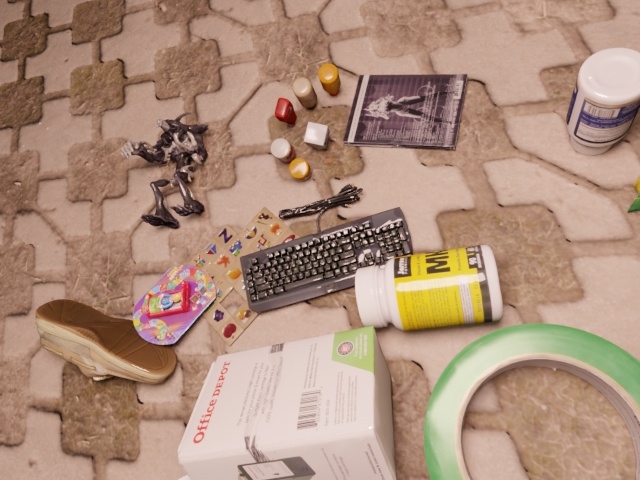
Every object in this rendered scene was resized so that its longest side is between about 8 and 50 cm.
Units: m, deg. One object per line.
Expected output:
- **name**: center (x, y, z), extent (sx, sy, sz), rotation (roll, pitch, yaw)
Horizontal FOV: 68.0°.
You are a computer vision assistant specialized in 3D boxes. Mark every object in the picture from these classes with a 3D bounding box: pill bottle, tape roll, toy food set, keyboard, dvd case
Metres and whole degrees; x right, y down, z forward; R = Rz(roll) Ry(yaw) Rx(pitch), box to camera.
- **pill bottle**: center (0.439, -0.206, 0.738), extent (0.094, 0.169, 0.094), rotation (-7, 67, 16)
- **tape roll**: center (0.304, 0.277, 0.636), extent (0.321, 0.077, 0.321), rotation (-7, 67, 17)
- **pill bottle**: center (0.167, 0.078, 0.741), extent (0.208, 0.119, 0.119), rotation (-9, 66, 15)
- **toy food set**: center (-0.030, -0.237, 0.974), extent (0.111, 0.104, 0.232), rotation (13, 91, 9)
- **keyboard**: center (0.000, 0.000, 0.875), extent (0.317, 0.033, 0.202), rotation (-17, 64, 8)
- **dvd case**: center (0.167, -0.257, 0.940), extent (0.221, 0.018, 0.165), rotation (7, 72, 21)

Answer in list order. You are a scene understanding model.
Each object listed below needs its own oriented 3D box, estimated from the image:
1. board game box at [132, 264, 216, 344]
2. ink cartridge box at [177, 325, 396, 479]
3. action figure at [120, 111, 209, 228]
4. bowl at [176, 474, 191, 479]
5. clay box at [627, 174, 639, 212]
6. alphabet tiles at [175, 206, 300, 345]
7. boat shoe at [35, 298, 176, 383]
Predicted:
- **board game box**: center (-0.287, 0.111, 0.902), extent (0.133, 0.033, 0.169), rotation (30, 67, 28)
- **ink cartridge box**: center (-0.038, 0.251, 0.694), extent (0.272, 0.115, 0.198), rotation (-14, 27, 14)
- **action figure**: center (-0.317, -0.175, 1.005), extent (0.164, 0.141, 0.276), rotation (-15, 67, 14)
- **bowl**: center (-0.143, 0.477, 0.642), extent (0.297, 0.134, 0.298), rotation (-12, 33, 8)
- **clay box**: center (0.562, -0.117, 0.683), extent (0.222, 0.127, 0.053), rotation (-18, 63, 10)
- **alphabet tiles**: center (-0.153, 0.051, 0.926), extent (0.237, 0.009, 0.198), rotation (-47, 61, -5)
- **boat shoe**: center (-0.411, 0.209, 0.905), extent (0.302, 0.109, 0.098), rotation (18, 111, 13)
